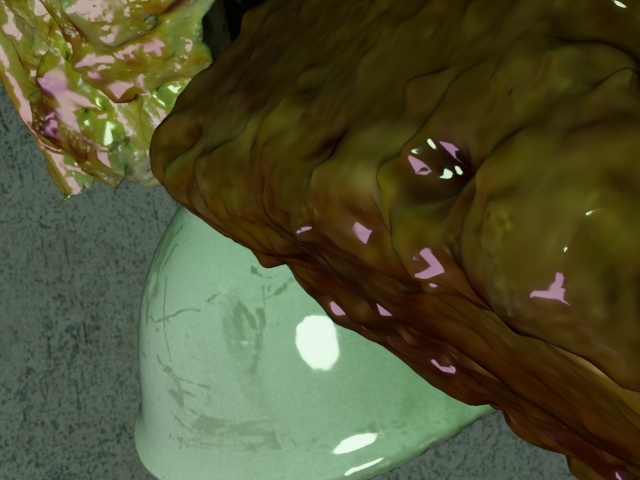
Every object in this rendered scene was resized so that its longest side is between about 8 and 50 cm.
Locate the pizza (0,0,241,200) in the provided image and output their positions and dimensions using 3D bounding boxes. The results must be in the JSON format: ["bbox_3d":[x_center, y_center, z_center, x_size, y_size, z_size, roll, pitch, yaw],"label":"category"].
[{"bbox_3d":[-0.124,-0.121,0.921,0.223,0.089,0.323,25,144,29],"label":"pizza"}]

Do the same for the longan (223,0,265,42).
[{"bbox_3d":[-0.063,-0.124,1.009,0.113,0.092,0.113,57,180,1],"label":"longan"}]

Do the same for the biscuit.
[{"bbox_3d":[0.137,0.015,0.697,0.342,0.166,0.395,38,171,-25],"label":"biscuit"}]

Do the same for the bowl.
[{"bbox_3d":[0.000,0.000,1.010,0.313,0.313,0.146,24,143,60],"label":"bowl"}]
